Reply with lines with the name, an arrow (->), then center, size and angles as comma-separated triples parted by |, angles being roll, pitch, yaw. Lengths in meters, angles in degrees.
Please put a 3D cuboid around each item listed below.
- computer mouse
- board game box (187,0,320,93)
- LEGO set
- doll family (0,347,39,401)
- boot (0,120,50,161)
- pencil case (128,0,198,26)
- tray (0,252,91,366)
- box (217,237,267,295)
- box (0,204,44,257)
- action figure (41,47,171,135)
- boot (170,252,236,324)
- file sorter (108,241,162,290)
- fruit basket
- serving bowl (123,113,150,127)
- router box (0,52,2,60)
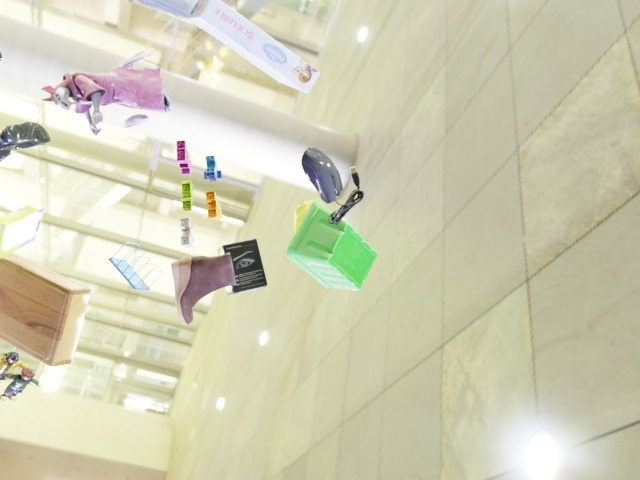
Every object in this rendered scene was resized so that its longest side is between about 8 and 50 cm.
computer mouse -> 0.055, -0.194, 1.963 | 0.060, 0.262, 0.184 | 5, 40, 49
board game box -> -0.182, -0.513, 1.654 | 0.066, 0.318, 0.318 | -57, 25, 7
LEGO set -> -0.244, -0.087, 1.315 | 0.093, 0.086, 0.227 | 90, 175, -72
doll family -> -0.650, 0.248, 1.239 | 0.111, 0.193, 0.076 | -44, 49, 24
boot -> -1.158, -0.352, 2.358 | 0.207, 0.094, 0.246 | -28, 5, 16
pencil case -> -0.441, -0.699, 1.796 | 0.124, 0.273, 0.114 | -88, 18, -53
tray -> -0.798, 0.156, 1.660 | 0.076, 0.410, 0.203 | 3, -75, -66
box -> -0.322, 0.108, 2.604 | 0.108, 0.153, 0.207 | 155, 102, -66
box -> -0.794, -0.025, 1.644 | 0.178, 0.042, 0.109 | -68, 3, -72
action figure -> -0.644, -0.463, 1.897 | 0.248, 0.370, 0.276 | 0, 96, 53
boot -> -0.389, 0.166, 2.150 | 0.090, 0.206, 0.249 | -115, 19, -68
file sorter -> -0.733, 0.102, 2.526 | 0.104, 0.170, 0.118 | -46, -15, 4
fruit basket -> 0.000, 0.000, 2.471 | 0.283, 0.392, 0.392 | -62, 9, -11
serving bowl -> -0.574, -0.375, 1.968 | 0.083, 0.083, 0.027 | -157, 47, -78
router box -> -0.983, -0.416, 1.606 | 0.308, 0.242, 0.081 | -24, 90, 45
